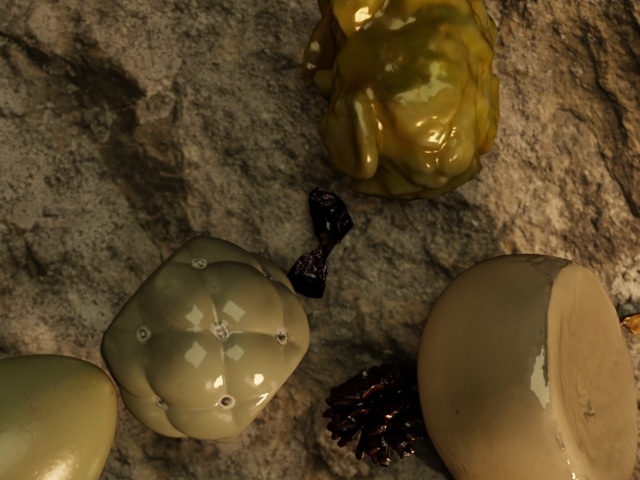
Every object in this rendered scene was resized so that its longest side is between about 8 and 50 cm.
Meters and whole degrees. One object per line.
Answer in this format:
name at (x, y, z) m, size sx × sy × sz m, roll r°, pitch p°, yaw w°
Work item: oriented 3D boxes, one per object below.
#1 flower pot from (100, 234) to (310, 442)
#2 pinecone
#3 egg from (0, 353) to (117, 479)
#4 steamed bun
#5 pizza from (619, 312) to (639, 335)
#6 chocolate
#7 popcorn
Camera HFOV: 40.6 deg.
flower pot at (-0.132, 0.122, 1.034) m, size 0.195 × 0.246 × 0.246 m, roll 39°, pitch 73°, yaw 2°
pinecone at (0.073, 0.223, 1.099) m, size 0.140 × 0.140 × 0.120 m, roll -32°, pitch 93°, yaw -15°
egg at (-0.357, 0.244, 0.966) m, size 0.295 × 0.218 × 0.218 m, roll -33°, pitch 84°, yaw -4°
steamed bun at (0.246, 0.179, 1.067) m, size 0.324 × 0.206 × 0.324 m, roll 21°, pitch 63°, yaw -48°
pizza at (0.465, 0.122, 1.250) m, size 0.083 × 0.016 × 0.037 m, roll 4°, pitch 75°, yaw -13°
chocolate at (0.002, 0.002, 1.176) m, size 0.072 × 0.070 × 0.147 m, roll 30°, pitch 72°, yaw -31°
popcorn at (0.121, -0.223, 1.136) m, size 0.294 × 0.292 × 0.334 m, roll -19°, pitch 85°, yaw -18°
